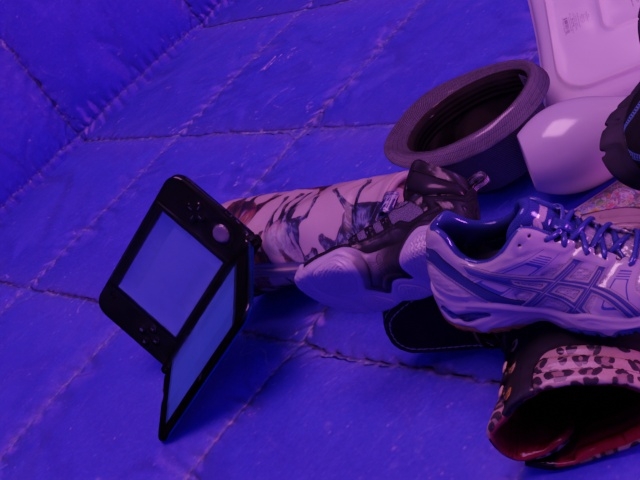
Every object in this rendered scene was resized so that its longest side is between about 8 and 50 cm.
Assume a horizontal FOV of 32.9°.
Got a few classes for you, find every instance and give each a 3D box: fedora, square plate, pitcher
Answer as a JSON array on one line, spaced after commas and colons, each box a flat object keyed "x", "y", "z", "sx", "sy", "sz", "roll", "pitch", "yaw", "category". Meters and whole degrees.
[{"x": 0.242, "y": -0.155, "z": 1.629, "sx": 0.275, "sy": 0.124, "sz": 0.244, "roll": -14, "pitch": 33, "yaw": 45, "category": "fedora"}, {"x": 0.472, "y": -0.354, "z": 1.621, "sx": 0.344, "sy": 0.049, "sz": 0.347, "roll": -19, "pitch": 56, "yaw": 29, "category": "square plate"}, {"x": 0.379, "y": -0.145, "z": 1.487, "sx": 0.207, "sy": 0.126, "sz": 0.178, "roll": -20, "pitch": 8, "yaw": 9, "category": "pitcher"}]

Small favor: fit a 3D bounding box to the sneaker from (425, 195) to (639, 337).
[{"x": 0.244, "y": 0.019, "z": 1.090, "sx": 0.296, "sy": 0.131, "sz": 0.112, "roll": -7, "pitch": 34, "yaw": 23, "category": "sneaker"}]

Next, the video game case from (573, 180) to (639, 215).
[{"x": 0.373, "y": -0.036, "z": 1.416, "sx": 0.122, "sy": 0.011, "sz": 0.087, "roll": -34, "pitch": 27, "yaw": 3, "category": "video game case"}]

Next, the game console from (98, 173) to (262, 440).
[{"x": -0.222, "y": 0.096, "z": 1.599, "sx": 0.293, "sy": 0.250, "sz": 0.173, "roll": -55, "pitch": -10, "yaw": 28, "category": "game console"}]

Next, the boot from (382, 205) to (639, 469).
[{"x": 0.221, "y": 0.118, "z": 1.219, "sx": 0.377, "sy": 0.138, "sz": 0.284, "roll": -15, "pitch": 33, "yaw": 25, "category": "boot"}]

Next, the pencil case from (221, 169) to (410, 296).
[{"x": 0.000, "y": 0.000, "z": 1.622, "sx": 0.410, "sy": 0.160, "sz": 0.183, "roll": -7, "pitch": 27, "yaw": 43, "category": "pencil case"}]

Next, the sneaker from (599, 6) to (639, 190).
[{"x": 0.454, "y": -0.215, "z": 1.308, "sx": 0.139, "sy": 0.125, "sz": 0.341, "roll": -25, "pitch": 40, "yaw": 59, "category": "sneaker"}]

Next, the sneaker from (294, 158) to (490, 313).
[{"x": 0.092, "y": -0.006, "z": 1.310, "sx": 0.268, "sy": 0.101, "sz": 0.153, "roll": -15, "pitch": 44, "yaw": 40, "category": "sneaker"}]
